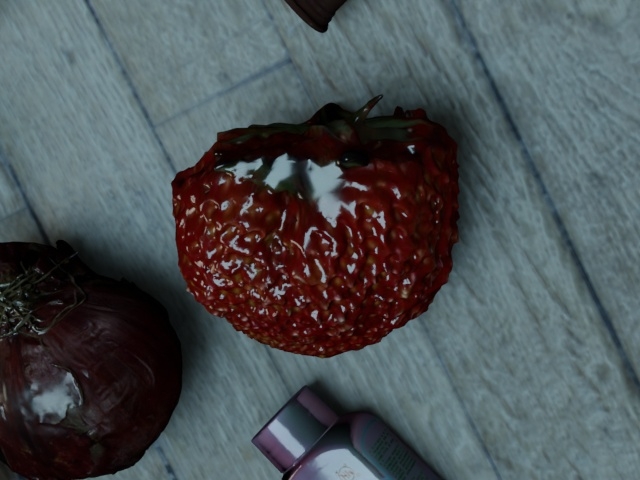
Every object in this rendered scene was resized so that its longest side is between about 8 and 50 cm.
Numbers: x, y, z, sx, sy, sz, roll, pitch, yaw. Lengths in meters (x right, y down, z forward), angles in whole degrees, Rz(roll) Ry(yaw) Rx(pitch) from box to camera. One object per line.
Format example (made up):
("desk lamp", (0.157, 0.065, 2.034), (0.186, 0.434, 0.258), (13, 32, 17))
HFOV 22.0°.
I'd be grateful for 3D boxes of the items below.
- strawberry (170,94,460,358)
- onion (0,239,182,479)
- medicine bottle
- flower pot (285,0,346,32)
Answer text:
("strawberry", (0.003, -0.001, 1.489), (0.261, 0.261, 0.257), (-2, 100, 21))
("onion", (-0.267, 0.117, 1.638), (0.281, 0.281, 0.221), (40, 73, 4))
("medicine bottle", (0.024, 0.236, 1.629), (0.188, 0.094, 0.119), (44, 114, 2))
("flower pot", (0.003, -0.256, 1.478), (0.089, 0.111, 0.111), (-36, 92, 15))
